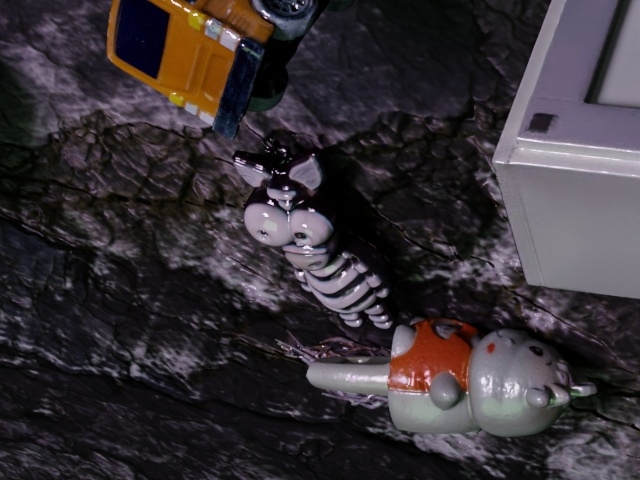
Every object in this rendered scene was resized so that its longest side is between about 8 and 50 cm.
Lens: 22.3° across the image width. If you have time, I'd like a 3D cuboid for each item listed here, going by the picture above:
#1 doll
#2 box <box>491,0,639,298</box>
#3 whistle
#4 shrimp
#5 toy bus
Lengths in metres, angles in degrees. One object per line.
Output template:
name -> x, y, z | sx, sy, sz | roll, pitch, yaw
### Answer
doll -> 0.000, 0.000, 1.312 | 0.091, 0.067, 0.219 | 4, 142, 35
box -> 0.239, -0.084, 0.883 | 0.225, 0.225, 0.117 | 7, 144, 24
whistle -> 0.111, 0.117, 1.380 | 0.253, 0.105, 0.102 | 1, 158, 24
shrimp -> 0.036, 0.121, 1.479 | 0.165, 0.056, 0.065 | 17, 164, -8
toy bus -> -0.035, -0.171, 0.963 | 0.114, 0.201, 0.098 | 31, 149, 4
